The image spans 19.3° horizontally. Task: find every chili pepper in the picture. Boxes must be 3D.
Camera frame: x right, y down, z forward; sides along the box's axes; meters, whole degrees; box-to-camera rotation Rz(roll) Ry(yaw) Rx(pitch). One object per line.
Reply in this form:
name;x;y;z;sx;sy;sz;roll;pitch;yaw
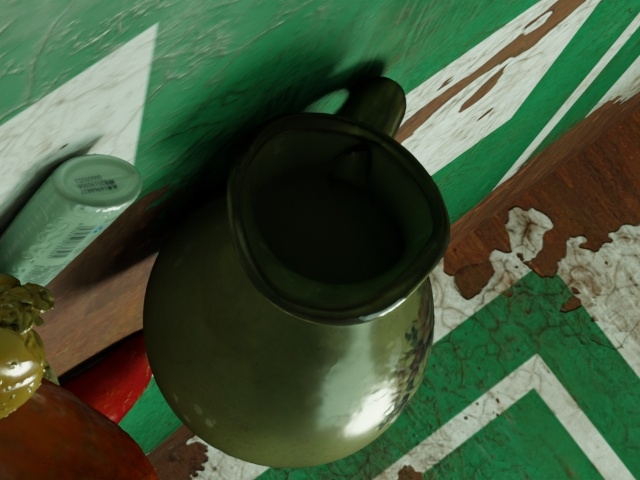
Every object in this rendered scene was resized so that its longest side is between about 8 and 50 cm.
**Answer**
chili pepper;-0.292;0.217;1.882;0.368;0.092;0.137;-33;-174;-13

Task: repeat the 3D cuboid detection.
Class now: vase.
vase;0.000;0.000;1.533;0.302;0.241;0.329;111;1;-52

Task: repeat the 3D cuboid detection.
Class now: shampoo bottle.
shampoo bottle;-0.188;0.011;1.210;0.069;0.041;0.190;-19;162;-48

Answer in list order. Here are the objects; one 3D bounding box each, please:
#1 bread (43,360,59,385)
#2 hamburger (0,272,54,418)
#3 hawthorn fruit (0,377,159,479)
bread;-0.304;0.165;1.560;0.178;0.060;0.139;-38;173;5
hamburger;-0.239;0.077;1.166;0.138;0.083;0.147;-13;161;-43
hawthorn fruit;-0.216;0.233;1.388;0.276;0.307;0.276;12;90;-83
